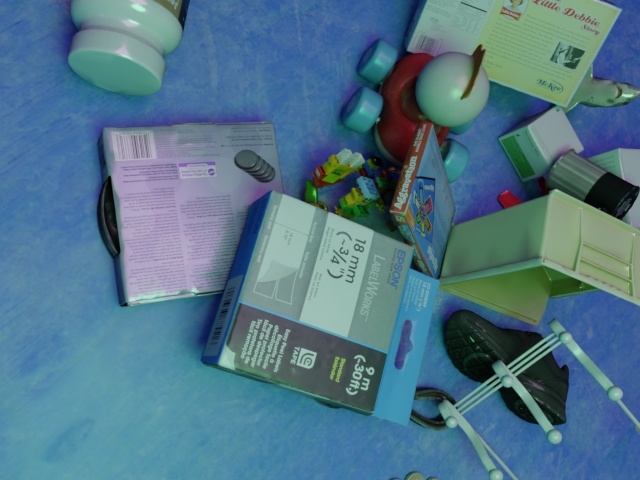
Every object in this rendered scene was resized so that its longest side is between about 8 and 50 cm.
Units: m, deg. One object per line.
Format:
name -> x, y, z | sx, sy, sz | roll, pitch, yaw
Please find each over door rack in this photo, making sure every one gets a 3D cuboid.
over door rack -> 0.377, 0.307, 1.051 | 0.239, 0.108, 0.324 | -40, 110, 13

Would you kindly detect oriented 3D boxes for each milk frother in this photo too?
milk frother -> 0.447, -0.078, 1.143 | 0.143, 0.134, 0.129 | 14, 112, -56

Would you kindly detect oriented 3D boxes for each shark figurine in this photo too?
shark figurine -> 0.497, -0.351, 1.328 | 0.116, 0.166, 0.278 | -5, 64, -51

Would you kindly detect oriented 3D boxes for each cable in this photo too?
cable -> 0.101, 0.235, 1.033 | 0.287, 0.072, 0.140 | 37, 69, -14

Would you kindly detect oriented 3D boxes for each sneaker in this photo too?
sneaker -> 0.324, 0.198, 1.143 | 0.286, 0.109, 0.130 | 42, 57, -21

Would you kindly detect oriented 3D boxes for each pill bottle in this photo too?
pill bottle -> -0.257, -0.348, 0.919 | 0.153, 0.153, 0.265 | 14, 76, -23

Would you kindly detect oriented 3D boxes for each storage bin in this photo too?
storage bin -> 0.374, 0.045, 1.093 | 0.260, 0.262, 0.123 | 22, 70, -21

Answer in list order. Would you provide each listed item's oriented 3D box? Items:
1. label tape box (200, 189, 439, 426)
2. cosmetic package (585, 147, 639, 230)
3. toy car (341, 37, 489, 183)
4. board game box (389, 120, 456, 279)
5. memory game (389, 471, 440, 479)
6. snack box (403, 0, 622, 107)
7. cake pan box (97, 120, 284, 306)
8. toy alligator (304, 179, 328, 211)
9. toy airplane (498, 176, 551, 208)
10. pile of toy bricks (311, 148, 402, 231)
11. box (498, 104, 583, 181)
label tape box -> 0.034, 0.104, 0.927 | 0.333, 0.106, 0.241 | 21, 73, -19
cosmetic package -> 0.585, -0.084, 1.275 | 0.183, 0.151, 0.152 | -1, 82, -27
toy car -> 0.195, -0.243, 1.057 | 0.219, 0.238, 0.211 | 28, 61, -18
board game box -> 0.166, -0.047, 1.033 | 0.027, 0.281, 0.145 | 10, 70, 22
memory game -> 0.148, 0.463, 1.052 | 0.186, 0.012, 0.186 | 4, 80, -24
snack box -> 0.329, -0.372, 1.154 | 0.321, 0.187, 0.060 | 17, 30, -10
cake pan box -> -0.177, -0.041, 0.952 | 0.266, 0.070, 0.246 | -8, 83, -27
toy alligator -> 0.000, 0.000, 1.041 | 0.051, 0.056, 0.190 | -21, 93, 15
toy airplane -> 0.407, -0.055, 1.254 | 0.151, 0.028, 0.151 | 4, 81, -26
pile of toy bricks -> 0.069, -0.062, 1.054 | 0.212, 0.105, 0.118 | 8, 54, -55
box -> 0.413, -0.181, 1.245 | 0.102, 0.087, 0.101 | -34, 96, -26
